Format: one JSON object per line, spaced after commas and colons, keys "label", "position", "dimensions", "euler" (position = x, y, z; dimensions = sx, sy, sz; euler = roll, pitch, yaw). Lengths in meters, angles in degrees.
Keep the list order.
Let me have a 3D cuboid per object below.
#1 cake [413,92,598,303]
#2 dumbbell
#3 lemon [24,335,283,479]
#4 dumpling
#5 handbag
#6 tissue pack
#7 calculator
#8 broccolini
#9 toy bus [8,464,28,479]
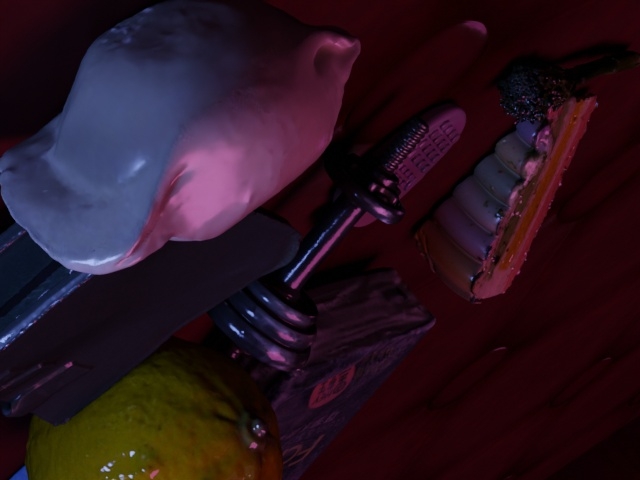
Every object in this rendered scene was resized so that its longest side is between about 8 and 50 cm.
{"label": "cake", "position": [0.178, -0.057, 1.712], "dimensions": [0.109, 0.090, 0.225], "euler": [-4, 123, -58]}
{"label": "dumbbell", "position": [0.000, 0.000, 1.409], "dimensions": [0.254, 0.110, 0.110], "euler": [-50, 160, 15]}
{"label": "lemon", "position": [-0.131, 0.172, 1.400], "dimensions": [0.231, 0.192, 0.192], "euler": [-20, 173, 30]}
{"label": "dumpling", "position": [-0.079, -0.069, 1.023], "dimensions": [0.250, 0.162, 0.132], "euler": [-40, 130, -33]}
{"label": "handbag", "position": [-0.156, 0.036, 1.212], "dimensions": [0.260, 0.079, 0.247], "euler": [-38, 165, 7]}
{"label": "tissue pack", "position": [-0.057, 0.165, 1.693], "dimensions": [0.228, 0.103, 0.316], "euler": [-13, 149, -50]}
{"label": "calculator", "position": [0.059, -0.057, 1.500], "dimensions": [0.166, 0.024, 0.103], "euler": [-42, 163, 4]}
{"label": "broccolini", "position": [0.232, -0.151, 1.590], "dimensions": [0.054, 0.051, 0.239], "euler": [3, -163, 35]}
{"label": "toy bus", "position": [-0.173, 0.286, 1.550], "dimensions": [0.116, 0.234, 0.133], "euler": [-42, 160, 12]}
